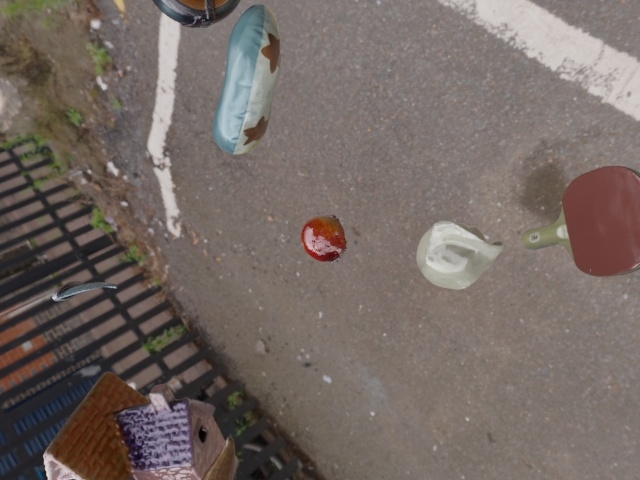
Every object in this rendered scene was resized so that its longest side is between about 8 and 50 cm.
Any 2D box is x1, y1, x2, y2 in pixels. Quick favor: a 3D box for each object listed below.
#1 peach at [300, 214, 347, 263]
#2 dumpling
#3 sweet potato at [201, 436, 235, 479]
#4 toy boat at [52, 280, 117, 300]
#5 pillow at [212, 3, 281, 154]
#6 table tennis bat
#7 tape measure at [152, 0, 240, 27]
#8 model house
[{"bbox_3d":[-0.001,0.000,1.017,0.098,0.061,0.098,1,92,49],"label":"peach"},{"bbox_3d":[0.277,0.028,1.114,0.162,0.132,0.250,6,159,8],"label":"dumpling"},{"bbox_3d":[-0.134,0.406,0.718,0.059,0.067,0.281,-172,79,-67],"label":"sweet potato"},{"bbox_3d":[-0.514,0.105,1.208,0.122,0.096,0.034,-9,103,16],"label":"toy boat"},{"bbox_3d":[-0.118,-0.252,0.873,0.214,0.086,0.233,-114,34,-64],"label":"pillow"},{"bbox_3d":[0.353,-0.018,0.741,0.246,0.022,0.138,151,113,-74],"label":"table tennis bat"},{"bbox_3d":[-0.251,-0.542,1.099,0.135,0.202,0.223,-153,69,-63],"label":"tape measure"},{"bbox_3d":[-0.291,0.353,0.873,0.237,0.202,0.237,-13,112,20],"label":"model house"}]
